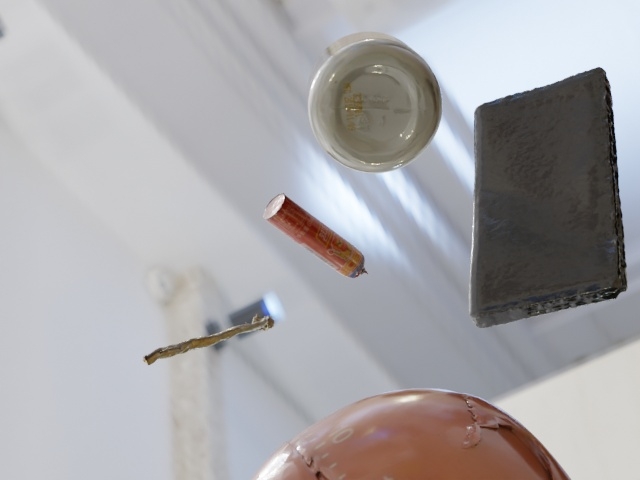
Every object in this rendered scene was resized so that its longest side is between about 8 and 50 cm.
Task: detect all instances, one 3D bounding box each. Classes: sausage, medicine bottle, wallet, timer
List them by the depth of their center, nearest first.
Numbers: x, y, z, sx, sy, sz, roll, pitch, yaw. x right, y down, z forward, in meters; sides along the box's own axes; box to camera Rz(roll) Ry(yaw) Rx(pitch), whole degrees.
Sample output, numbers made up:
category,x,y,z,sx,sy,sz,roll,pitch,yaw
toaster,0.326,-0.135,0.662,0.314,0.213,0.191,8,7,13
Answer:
category,x,y,z,sx,sy,sz,roll,pitch,yaw
timer,0.057,0.206,1.017,0.229,0.215,0.229,59,172,14
wallet,0.181,-0.036,1.369,0.025,0.124,0.244,56,-152,-42
medicine bottle,0.051,-0.145,1.711,0.131,0.131,0.250,61,-177,-9
sausage,0.000,0.000,1.734,0.129,0.034,0.034,36,-151,-23

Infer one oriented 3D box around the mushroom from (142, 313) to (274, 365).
category,x,y,z,sx,sy,sz,roll,pitch,yaw
mushroom,-0.119,0.108,1.896,0.026,0.028,0.286,43,-160,14
